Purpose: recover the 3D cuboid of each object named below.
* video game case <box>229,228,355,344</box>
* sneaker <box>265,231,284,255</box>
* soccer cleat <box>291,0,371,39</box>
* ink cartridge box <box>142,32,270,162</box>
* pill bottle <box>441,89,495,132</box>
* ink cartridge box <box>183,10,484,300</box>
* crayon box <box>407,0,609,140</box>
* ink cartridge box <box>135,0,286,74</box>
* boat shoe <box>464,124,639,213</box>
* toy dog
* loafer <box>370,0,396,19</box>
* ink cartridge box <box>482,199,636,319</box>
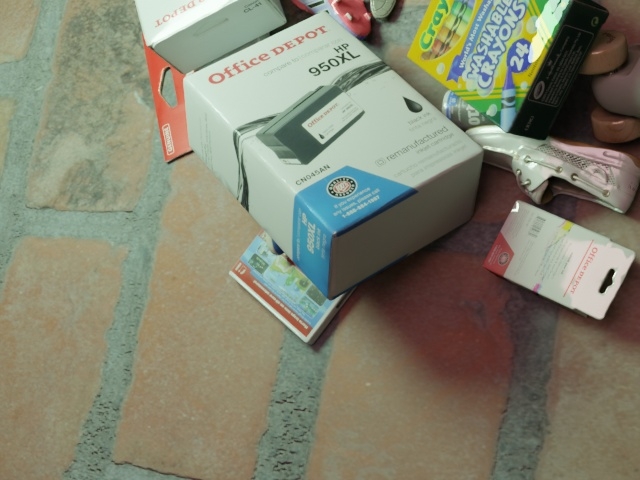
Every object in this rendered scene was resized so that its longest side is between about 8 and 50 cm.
[{"bbox_3d":[0.000,0.000,1.819,0.204,0.025,0.285,39,94,30],"label":"video game case"},{"bbox_3d":[-0.031,-0.045,1.799,0.085,0.058,0.152,9,73,38],"label":"sneaker"},{"bbox_3d":[0.002,-0.421,1.926,0.248,0.083,0.095,54,131,24],"label":"soccer cleat"},{"bbox_3d":[-0.213,-0.323,2.004,0.261,0.066,0.296,-22,66,19],"label":"ink cartridge box"},{"bbox_3d":[0.264,-0.199,1.712,0.137,0.078,0.078,0,75,27],"label":"pill bottle"},{"bbox_3d":[0.011,-0.143,1.706,0.285,0.166,0.395,-30,57,-23],"label":"ink cartridge box"},{"bbox_3d":[0.251,-0.311,1.628,0.323,0.083,0.203,48,122,47],"label":"crayon box"},{"bbox_3d":[-0.214,-0.480,1.940,0.226,0.131,0.306,-24,66,16],"label":"ink cartridge box"},{"bbox_3d":[0.331,-0.102,1.637,0.277,0.098,0.096,15,81,29],"label":"boat shoe"},{"bbox_3d":[0.518,-0.228,1.549,0.334,0.220,0.161,24,51,25],"label":"toy dog"},{"bbox_3d":[0.109,-0.434,1.892,0.045,0.039,0.125,8,80,-5],"label":"loafer"},{"bbox_3d":[0.352,0.034,1.603,0.198,0.067,0.115,28,89,32],"label":"ink cartridge box"}]
